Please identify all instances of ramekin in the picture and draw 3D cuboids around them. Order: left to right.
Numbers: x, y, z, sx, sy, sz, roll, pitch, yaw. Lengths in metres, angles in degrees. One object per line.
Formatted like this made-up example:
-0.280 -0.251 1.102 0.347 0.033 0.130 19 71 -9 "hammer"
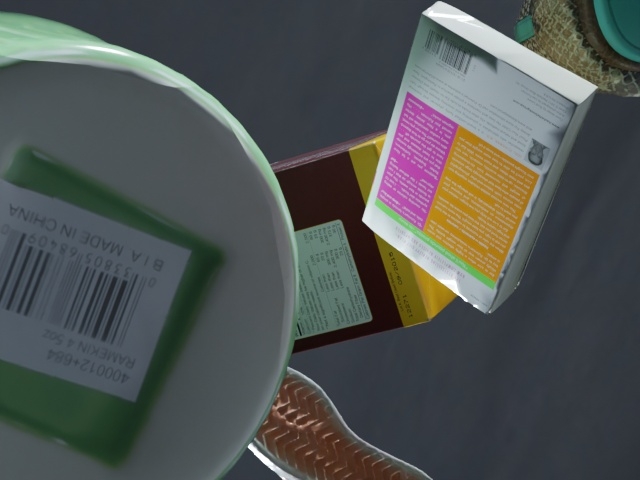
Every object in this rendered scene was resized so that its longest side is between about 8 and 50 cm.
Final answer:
-0.159 0.026 0.792 0.148 0.303 0.303 14 79 61 "ramekin"

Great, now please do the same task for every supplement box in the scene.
0.000 0.000 1.090 0.194 0.129 0.191 -15 6 22 "supplement box"

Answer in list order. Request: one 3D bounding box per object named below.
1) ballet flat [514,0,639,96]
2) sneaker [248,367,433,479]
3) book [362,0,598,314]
0.367 -0.190 1.076 0.182 0.483 0.164 177 85 -77 "ballet flat"
-0.006 0.248 1.614 0.108 0.302 0.121 -55 8 -30 "sneaker"
0.079 -0.043 0.774 0.035 0.096 0.144 -38 -26 -42 "book"
